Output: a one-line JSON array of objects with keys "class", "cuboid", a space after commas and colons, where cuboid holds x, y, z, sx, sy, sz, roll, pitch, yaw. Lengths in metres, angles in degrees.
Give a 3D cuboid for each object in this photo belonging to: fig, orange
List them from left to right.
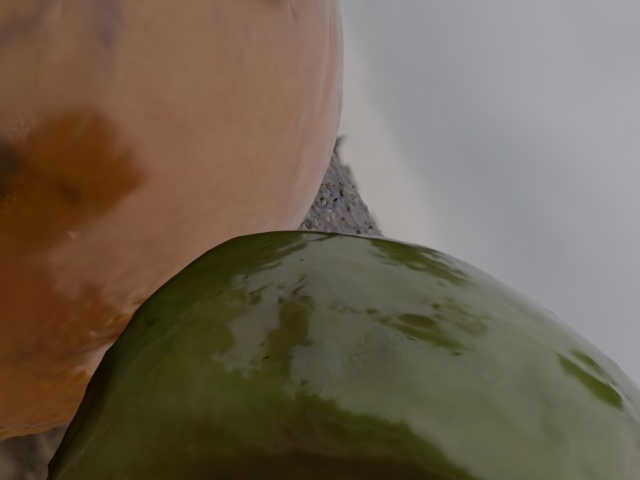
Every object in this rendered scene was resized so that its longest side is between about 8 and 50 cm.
[{"class": "orange", "cuboid": [-0.143, -0.072, 0.589, 0.312, 0.312, 0.312, -23, 90, -90]}, {"class": "fig", "cuboid": [0.006, 0.067, 0.378, 0.154, 0.166, 0.144, -6, 83, -47]}]

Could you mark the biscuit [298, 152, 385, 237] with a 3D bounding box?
[{"class": "biscuit", "cuboid": [0.000, 0.000, 1.120, 0.231, 0.025, 0.131, 59, 36, -4]}]
